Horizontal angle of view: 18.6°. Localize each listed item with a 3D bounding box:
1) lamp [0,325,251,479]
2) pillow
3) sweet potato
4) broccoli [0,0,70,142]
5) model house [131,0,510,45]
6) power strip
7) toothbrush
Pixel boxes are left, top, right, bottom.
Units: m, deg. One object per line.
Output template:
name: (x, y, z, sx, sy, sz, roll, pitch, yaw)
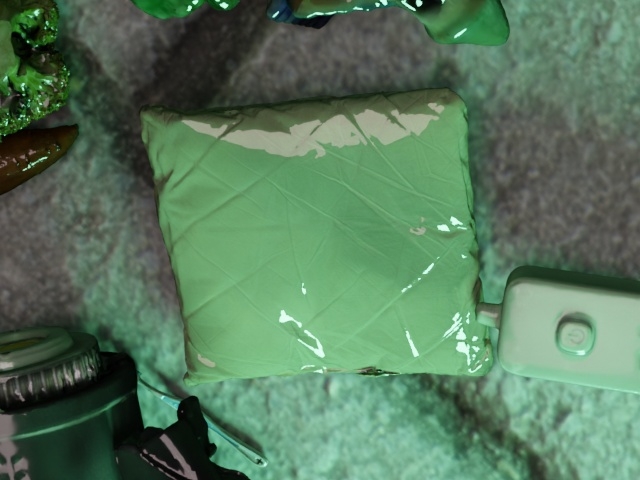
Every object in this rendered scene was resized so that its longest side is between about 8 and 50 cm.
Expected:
lamp: (-0.256, 0.215, 1.731, 0.374, 0.205, 0.272, -27, 91, 24)
pillow: (-0.002, -0.001, 1.677, 0.281, 0.076, 0.274, -3, 118, 12)
sweet potato: (-0.336, -0.047, 1.756, 0.265, 0.057, 0.057, -24, 96, 4)
broccoli: (-0.292, -0.158, 1.699, 0.162, 0.138, 0.146, -36, 100, -14)
model house: (-0.002, -0.257, 1.520, 0.280, 0.312, 0.245, 32, 108, -35)
power strip: (0.318, 0.089, 1.624, 0.385, 0.062, 0.091, 8, 102, 7)
toothbrush: (-0.116, 0.159, 1.780, 0.162, 0.017, 0.014, 35, 114, 4)
